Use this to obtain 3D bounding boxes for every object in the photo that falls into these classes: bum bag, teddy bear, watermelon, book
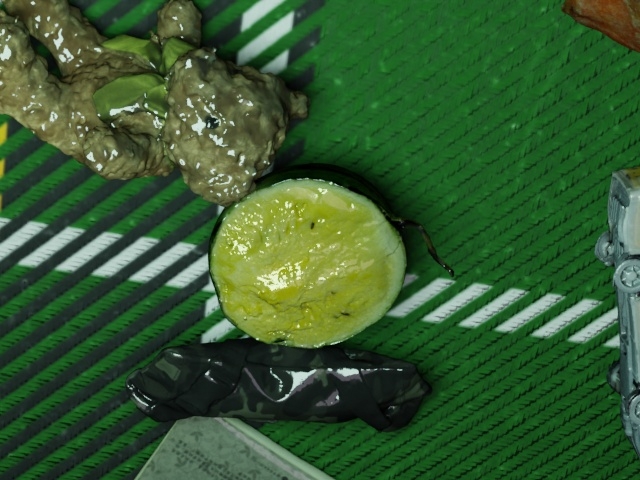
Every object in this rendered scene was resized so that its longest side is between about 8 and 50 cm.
[{"bbox_3d":[-0.044,0.157,1.863,0.340,0.095,0.144,4,147,-5],"label":"bum bag"},{"bbox_3d":[-0.188,-0.162,1.697,0.222,0.246,0.296,-20,122,36],"label":"teddy bear"},{"bbox_3d":[-0.008,0.002,1.802,0.232,0.127,0.204,-32,113,16],"label":"watermelon"},{"bbox_3d":[-0.141,0.390,2.004,0.264,0.031,0.379,33,108,-7],"label":"book"}]

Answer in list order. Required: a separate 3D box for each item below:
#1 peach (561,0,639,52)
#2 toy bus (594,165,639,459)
[{"bbox_3d":[0.359,-0.268,1.642,0.256,0.232,0.232,-28,108,1],"label":"peach"},{"bbox_3d":[0.382,0.085,1.846,0.138,0.097,0.343,-11,109,-2],"label":"toy bus"}]
